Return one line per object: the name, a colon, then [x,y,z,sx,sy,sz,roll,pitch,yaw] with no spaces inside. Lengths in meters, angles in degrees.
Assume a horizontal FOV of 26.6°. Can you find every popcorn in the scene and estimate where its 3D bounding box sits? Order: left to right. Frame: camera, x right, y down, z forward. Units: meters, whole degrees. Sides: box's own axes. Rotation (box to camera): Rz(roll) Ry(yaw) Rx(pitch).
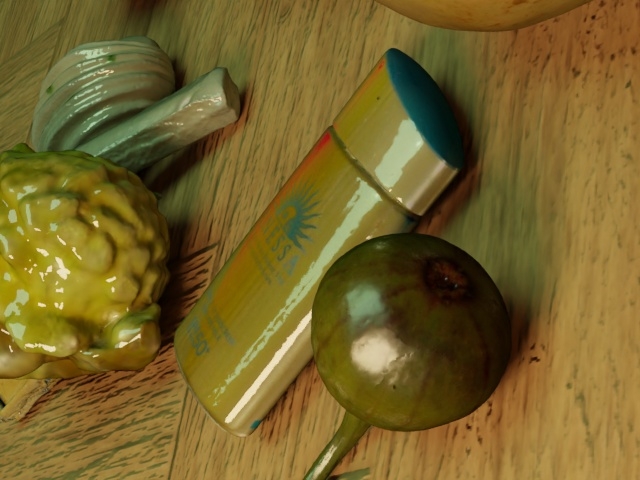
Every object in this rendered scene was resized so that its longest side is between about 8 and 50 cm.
popcorn: [-0.235,0.034,1.186,0.237,0.206,0.251,-36,54,0]

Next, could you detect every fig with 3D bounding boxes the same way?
fig: [0.036,0.098,0.856,0.124,0.124,0.236,-99,25,-46]

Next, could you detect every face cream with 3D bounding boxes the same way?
face cream: [0.000,0.000,0.992,0.285,0.067,0.139,-52,35,14]

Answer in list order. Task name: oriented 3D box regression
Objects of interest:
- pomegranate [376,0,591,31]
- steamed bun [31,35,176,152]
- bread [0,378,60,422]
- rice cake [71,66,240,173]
pomegranate: [0.108,-0.280,0.829,0.319,0.319,0.319,-35,40,36]
steamed bun: [-0.232,-0.134,1.399,0.183,0.106,0.183,-37,37,36]
bread: [-0.286,0.124,1.322,0.106,0.053,0.072,-43,59,31]
rice cake: [-0.186,-0.088,1.293,0.256,0.052,0.057,-25,48,23]
